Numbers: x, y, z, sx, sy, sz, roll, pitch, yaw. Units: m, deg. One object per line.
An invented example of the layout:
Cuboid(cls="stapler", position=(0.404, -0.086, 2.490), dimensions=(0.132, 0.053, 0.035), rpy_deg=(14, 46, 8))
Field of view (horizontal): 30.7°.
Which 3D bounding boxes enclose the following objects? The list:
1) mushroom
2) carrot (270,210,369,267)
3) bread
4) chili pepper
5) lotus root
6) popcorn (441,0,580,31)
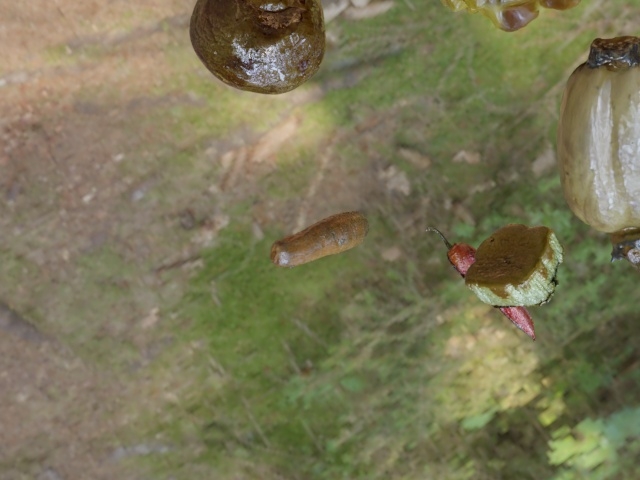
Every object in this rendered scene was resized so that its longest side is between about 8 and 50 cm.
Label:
Cuboid(cls="mushroom", position=(-0.090, -0.327, 1.719), dimensions=(0.194, 0.231, 0.138), rpy_deg=(-9, 150, -29))
Cuboid(cls="carrot", position=(0.000, 0.000, 1.790), dimensions=(0.186, 0.060, 0.060), rpy_deg=(-22, 152, -36))
Cuboid(cls="bread", position=(0.303, 0.038, 1.810), dimensions=(0.069, 0.140, 0.128), rpy_deg=(45, 58, -34))
Cuboid(cls="chili pepper", position=(0.283, 0.066, 2.000), dimensions=(0.050, 0.268, 0.059), rpy_deg=(-47, 172, 22))
Cuboid(cls="lotus root", position=(0.336, -0.100, 1.270), dimensions=(0.154, 0.140, 0.257), rpy_deg=(-6, 118, 11))
Cuboid(cls="popcorn", position=(0.255, -0.435, 1.592), dimensions=(0.225, 0.332, 0.265), rpy_deg=(0, 147, -49))
